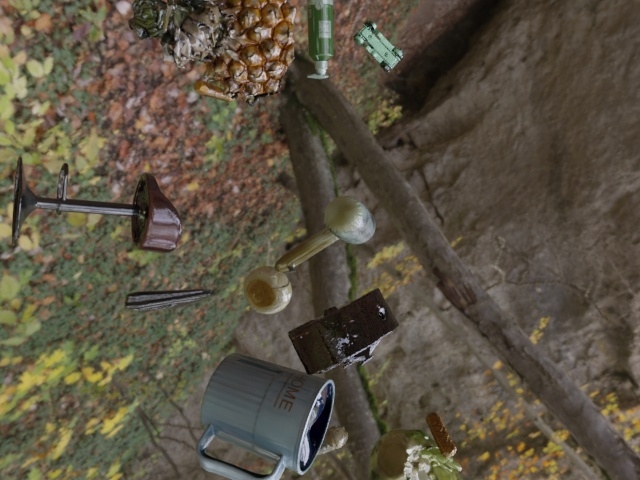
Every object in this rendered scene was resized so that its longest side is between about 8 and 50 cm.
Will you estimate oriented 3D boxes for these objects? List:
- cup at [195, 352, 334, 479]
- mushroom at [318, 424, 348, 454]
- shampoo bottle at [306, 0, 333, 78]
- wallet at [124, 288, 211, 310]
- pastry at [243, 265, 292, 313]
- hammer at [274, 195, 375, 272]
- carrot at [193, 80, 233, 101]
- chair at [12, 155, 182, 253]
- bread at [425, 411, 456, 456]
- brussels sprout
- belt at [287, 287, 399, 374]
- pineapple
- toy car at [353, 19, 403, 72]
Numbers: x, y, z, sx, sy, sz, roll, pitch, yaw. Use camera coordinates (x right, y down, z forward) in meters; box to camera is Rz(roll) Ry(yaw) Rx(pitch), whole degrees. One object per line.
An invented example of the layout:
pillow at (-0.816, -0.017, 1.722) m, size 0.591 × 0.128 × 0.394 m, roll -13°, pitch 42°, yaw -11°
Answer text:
cup at (-0.160, 0.505, 1.611) m, size 0.257 × 0.311 × 0.331 m, roll 60°, pitch 47°, yaw -65°
mushroom at (0.007, 0.669, 1.918) m, size 0.223 × 0.092 × 0.081 m, roll -27°, pitch -169°, yaw 46°
shampoo bottle at (-0.002, -0.476, 1.317) m, size 0.065 × 0.205 × 0.065 m, roll -1°, pitch -165°, yaw 0°
wallet at (-0.455, 0.181, 1.711) m, size 0.245 × 0.052 × 0.168 m, roll -4°, pitch 165°, yaw -20°
pastry at (-0.167, 0.156, 1.811) m, size 0.156 × 0.156 × 0.092 m, roll -33°, pitch 175°, yaw 25°
hammer at (0.000, 0.000, 1.556) m, size 0.305 × 0.113 × 0.202 m, roll -33°, pitch 159°, yaw 10°
carrot at (-0.308, -0.433, 1.681) m, size 0.042 × 0.042 × 0.170 m, roll -34°, pitch 169°, yaw 21°
chair at (-0.581, -0.083, 1.513) m, size 0.400 × 0.227 × 0.226 m, roll 5°, pitch 161°, yaw -30°
bread at (0.389, 0.629, 1.864) m, size 0.052 × 0.044 × 0.157 m, roll -43°, pitch -139°, yaw 18°
brussels sprout at (0.302, 0.816, 1.978) m, size 0.314 × 0.371 × 0.276 m, roll -1°, pitch -135°, yaw 47°
belt at (0.068, 0.235, 1.432) m, size 0.289 × 0.164 × 0.184 m, roll -22°, pitch 172°, yaw -38°
pineapple at (-0.216, -0.396, 1.079) m, size 0.262 × 0.263 × 0.271 m, roll -33°, pitch 167°, yaw 36°
toy car at (0.158, -0.535, 1.586) m, size 0.073 × 0.143 × 0.054 m, roll -49°, pitch -164°, yaw 7°
